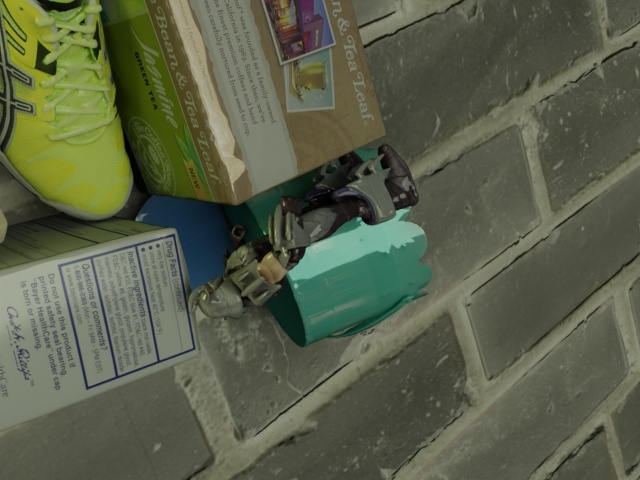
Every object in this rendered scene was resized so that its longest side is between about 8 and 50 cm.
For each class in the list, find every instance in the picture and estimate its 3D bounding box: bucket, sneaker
[{"bbox_3d":[0.000,0.000,1.020,0.183,0.281,0.281,-26,111,-15],"label":"bucket"},{"bbox_3d":[-0.281,-0.190,0.753,0.145,0.147,0.384,-31,119,-30],"label":"sneaker"}]

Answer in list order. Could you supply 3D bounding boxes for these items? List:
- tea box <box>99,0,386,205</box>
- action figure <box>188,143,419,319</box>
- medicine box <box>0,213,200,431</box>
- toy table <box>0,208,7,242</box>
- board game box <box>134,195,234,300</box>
[{"bbox_3d":[-0.138,-0.237,0.856,0.220,0.324,0.328,-28,111,-31],"label":"tea box"},{"bbox_3d":[-0.032,-0.005,0.805,0.285,0.185,0.099,-38,103,-29],"label":"action figure"},{"bbox_3d":[-0.321,0.074,0.797,0.289,0.263,0.149,-17,106,-33],"label":"medicine box"},{"bbox_3d":[-0.428,-0.082,0.729,0.161,0.252,0.274,-12,70,-41],"label":"toy table"},{"bbox_3d":[-0.192,0.000,1.030,0.133,0.033,0.168,-35,120,-34],"label":"board game box"}]
